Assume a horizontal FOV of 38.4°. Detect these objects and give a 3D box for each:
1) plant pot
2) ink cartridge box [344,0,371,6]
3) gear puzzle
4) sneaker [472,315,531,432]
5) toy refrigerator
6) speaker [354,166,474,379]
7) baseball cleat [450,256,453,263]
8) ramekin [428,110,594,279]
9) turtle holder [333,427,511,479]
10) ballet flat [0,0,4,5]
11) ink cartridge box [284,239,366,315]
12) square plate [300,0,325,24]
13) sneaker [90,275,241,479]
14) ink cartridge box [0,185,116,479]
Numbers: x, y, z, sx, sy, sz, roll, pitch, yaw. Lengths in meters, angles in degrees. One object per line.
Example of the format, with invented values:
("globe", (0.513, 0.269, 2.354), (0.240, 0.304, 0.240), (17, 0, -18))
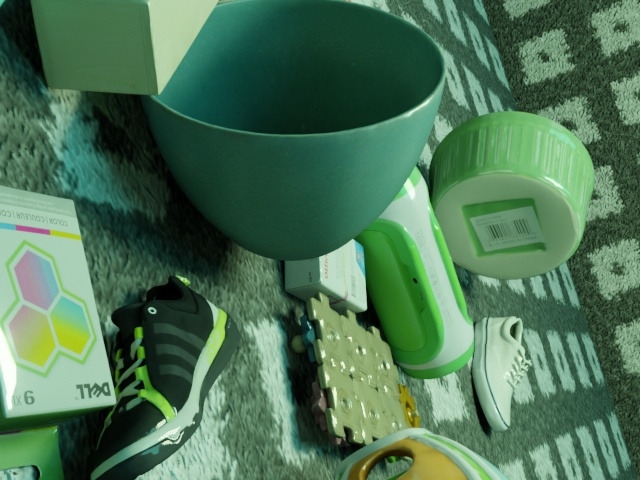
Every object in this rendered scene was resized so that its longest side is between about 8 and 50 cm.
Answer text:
("plant pot", (-0.029, -0.097, 0.920), (0.290, 0.290, 0.195), (-79, 172, -52))
("ink cartridge box", (-0.004, -0.323, 1.298), (0.072, 0.127, 0.175), (60, 24, -25))
("gear puzzle", (0.055, 0.186, 1.133), (0.339, 0.044, 0.176), (37, 37, -57))
("sneaker", (0.329, 0.226, 1.649), (0.094, 0.091, 0.258), (54, 27, -33))
("toy refrigerator", (-0.165, -0.232, 0.860), (0.270, 0.102, 0.094), (-77, 170, -53))
("speaker", (0.116, 0.038, 1.239), (0.131, 0.131, 0.297), (-68, 141, -59))
("baseball cleat", (0.169, 0.090, 1.454), (0.206, 0.072, 0.110), (-45, 127, -61))
("ramekin", (0.340, -0.069, 1.667), (0.303, 0.303, 0.148), (55, 34, -32))
("turtle holder", (0.128, 0.323, 0.924), (0.320, 0.243, 0.227), (22, 34, -50))
("ballet flat", (-0.249, -0.305, 0.716), (0.182, 0.164, 0.483), (43, 33, -19))
("ink cartridge box", (0.006, 0.032, 1.114), (0.122, 0.052, 0.089), (36, 47, -56))
("square plate", (-0.096, -0.420, 1.057), (0.347, 0.049, 0.344), (57, 10, -37))
("sneaker", (-0.140, 0.102, 0.722), (0.097, 0.084, 0.235), (49, 21, -12))
("ink cartridge box", (-0.200, 0.072, 0.606), (0.109, 0.062, 0.209), (13, 60, -65))
